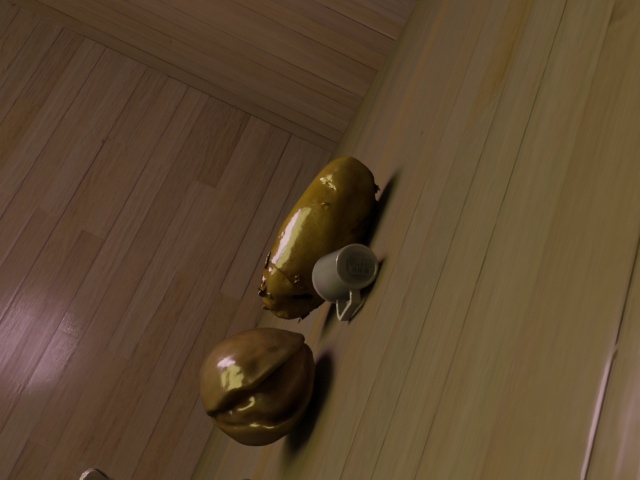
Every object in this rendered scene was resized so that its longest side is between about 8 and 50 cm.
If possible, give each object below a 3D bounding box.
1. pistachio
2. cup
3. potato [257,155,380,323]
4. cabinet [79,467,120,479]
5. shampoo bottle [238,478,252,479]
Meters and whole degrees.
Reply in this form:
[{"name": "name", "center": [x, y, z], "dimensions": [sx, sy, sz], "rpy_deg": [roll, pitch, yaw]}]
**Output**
[{"name": "pistachio", "center": [-0.089, 0.207, 1.116], "dimensions": [0.181, 0.162, 0.293], "rpy_deg": [-35, -1, -7]}, {"name": "cup", "center": [0.037, 0.060, 1.074], "dimensions": [0.116, 0.074, 0.104], "rpy_deg": [144, 127, -71]}, {"name": "potato", "center": [0.000, 0.000, 1.290], "dimensions": [0.300, 0.140, 0.173], "rpy_deg": [-60, -3, -1]}, {"name": "cabinet", "center": [-0.412, 0.673, 1.557], "dimensions": [0.318, 0.289, 0.227], "rpy_deg": [118, 173, -47]}, {"name": "shampoo bottle", "center": [-0.151, 0.448, 1.063], "dimensions": [0.359, 0.078, 0.134], "rpy_deg": [121, 169, -52]}]
